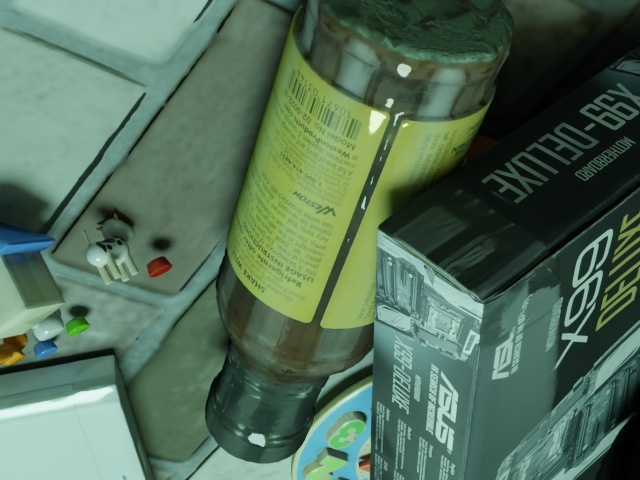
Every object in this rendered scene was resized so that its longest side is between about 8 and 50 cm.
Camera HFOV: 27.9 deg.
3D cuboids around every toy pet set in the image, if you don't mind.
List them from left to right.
[{"bbox_3d":[-0.172,0.021,0.765,0.122,0.065,0.114,-34,168,25],"label":"toy pet set"}]

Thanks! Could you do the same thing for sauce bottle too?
[{"bbox_3d":[0.000,0.000,0.731,0.111,0.111,0.344,5,134,-19],"label":"sauce bottle"}]

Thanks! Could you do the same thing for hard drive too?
[{"bbox_3d":[-0.276,0.179,0.903,0.308,0.040,0.203,-11,137,-4],"label":"hard drive"}]

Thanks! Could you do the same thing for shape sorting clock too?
[{"bbox_3d":[0.080,0.160,0.968,0.206,0.040,0.206,-7,137,-7],"label":"shape sorting clock"}]

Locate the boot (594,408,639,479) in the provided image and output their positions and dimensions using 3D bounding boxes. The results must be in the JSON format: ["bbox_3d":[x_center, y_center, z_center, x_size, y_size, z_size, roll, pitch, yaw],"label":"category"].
[{"bbox_3d":[0.302,0.050,0.758,0.348,0.131,0.260,-40,158,-41],"label":"boot"}]

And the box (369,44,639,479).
[{"bbox_3d":[0.139,0.054,0.763,0.242,0.076,0.307,-34,145,-28],"label":"box"}]

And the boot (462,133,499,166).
[{"bbox_3d":[0.081,0.001,0.793,0.085,0.059,0.158,3,134,-24],"label":"boot"}]
